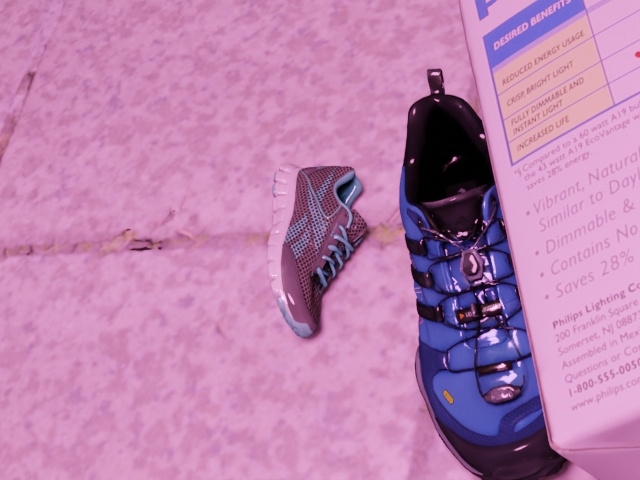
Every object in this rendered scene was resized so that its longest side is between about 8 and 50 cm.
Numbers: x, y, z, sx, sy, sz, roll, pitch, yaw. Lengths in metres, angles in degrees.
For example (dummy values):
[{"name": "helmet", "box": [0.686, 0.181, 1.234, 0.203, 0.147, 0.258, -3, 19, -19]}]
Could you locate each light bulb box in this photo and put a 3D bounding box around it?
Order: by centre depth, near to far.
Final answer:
[{"name": "light bulb box", "box": [0.307, -0.057, 0.772, 0.358, 0.225, 0.361, -28, 47, 27]}]

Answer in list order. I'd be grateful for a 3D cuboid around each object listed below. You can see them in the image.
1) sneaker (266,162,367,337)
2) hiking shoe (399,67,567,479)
[{"name": "sneaker", "box": [0.000, 0.000, 1.040, 0.076, 0.065, 0.166, -9, 55, 15]}, {"name": "hiking shoe", "box": [0.102, 0.028, 0.921, 0.113, 0.132, 0.304, -19, 51, 12]}]
